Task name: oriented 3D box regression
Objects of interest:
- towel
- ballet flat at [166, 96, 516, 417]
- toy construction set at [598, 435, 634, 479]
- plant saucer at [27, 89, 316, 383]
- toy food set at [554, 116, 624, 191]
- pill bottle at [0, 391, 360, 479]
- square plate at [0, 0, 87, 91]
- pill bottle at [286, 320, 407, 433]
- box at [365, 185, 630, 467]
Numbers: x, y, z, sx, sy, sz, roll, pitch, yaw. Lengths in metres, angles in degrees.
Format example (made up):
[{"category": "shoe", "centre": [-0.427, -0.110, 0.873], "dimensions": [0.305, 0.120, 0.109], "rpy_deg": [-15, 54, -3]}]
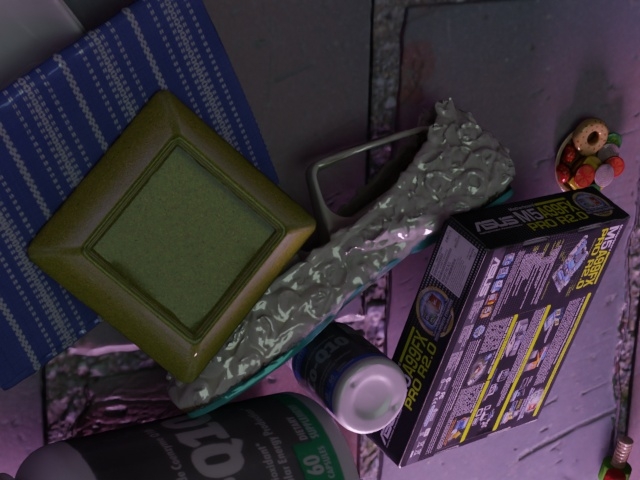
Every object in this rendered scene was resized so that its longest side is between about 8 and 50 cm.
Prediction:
[{"category": "towel", "centre": [-0.205, -0.050, 1.300], "dimensions": [0.336, 0.040, 0.243], "rpy_deg": [-38, 129, -20]}, {"category": "ballet flat", "centre": [0.000, 0.000, 1.417], "dimensions": [0.409, 0.147, 0.147], "rpy_deg": [-35, 120, -17]}, {"category": "toy construction set", "centre": [0.439, 0.369, 1.730], "dimensions": [0.309, 0.257, 0.237], "rpy_deg": [10, 118, -8]}, {"category": "plant saucer", "centre": [-0.120, -0.002, 1.281], "dimensions": [0.188, 0.045, 0.188], "rpy_deg": [41, 80, -15]}, {"category": "toy food set", "centre": [0.283, -0.083, 1.577], "dimensions": [0.082, 0.020, 0.083], "rpy_deg": [36, 90, -32]}, {"category": "pill bottle", "centre": [-0.157, 0.268, 1.361], "dimensions": [0.361, 0.204, 0.204], "rpy_deg": [-10, 113, -30]}, {"category": "square plate", "centre": [-0.356, -0.113, 1.142], "dimensions": [0.347, 0.049, 0.344], "rpy_deg": [-43, 159, -6]}, {"category": "pill bottle", "centre": [0.019, 0.125, 1.454], "dimensions": [0.078, 0.137, 0.078], "rpy_deg": [-10, 112, -24]}, {"category": "box", "centre": [0.174, 0.085, 1.487], "dimensions": [0.216, 0.060, 0.270], "rpy_deg": [-13, 133, -41]}]
